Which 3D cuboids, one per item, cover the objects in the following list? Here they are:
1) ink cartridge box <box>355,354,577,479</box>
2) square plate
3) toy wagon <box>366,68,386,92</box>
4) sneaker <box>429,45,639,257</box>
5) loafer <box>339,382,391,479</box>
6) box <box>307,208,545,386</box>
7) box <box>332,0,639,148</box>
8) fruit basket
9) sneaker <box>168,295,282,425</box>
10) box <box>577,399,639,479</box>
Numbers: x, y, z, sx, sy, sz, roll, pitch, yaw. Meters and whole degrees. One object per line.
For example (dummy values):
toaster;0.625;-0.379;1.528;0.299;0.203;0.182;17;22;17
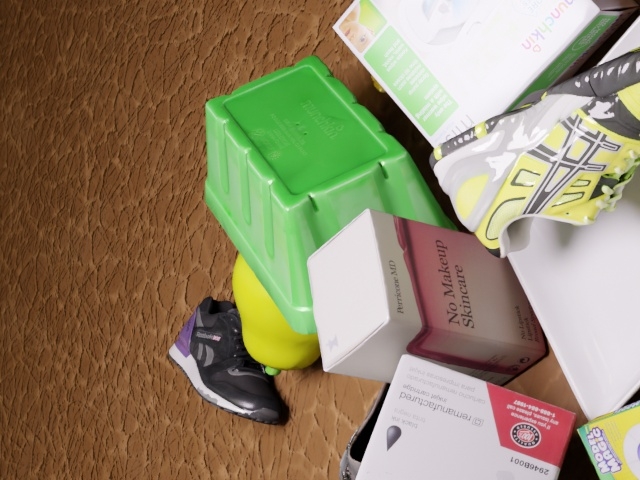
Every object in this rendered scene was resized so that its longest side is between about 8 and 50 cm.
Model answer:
ink cartridge box;0.130;0.286;1.505;0.114;0.197;0.273;82;-152;-68
square plate;0.342;-0.035;1.527;0.347;0.049;0.344;-52;40;31
toy wagon;0.177;-0.330;1.857;0.344;0.068;0.267;-55;39;30
sneaker;0.291;-0.103;1.495;0.384;0.145;0.147;-27;88;45
loafer;0.068;0.248;1.787;0.268;0.084;0.096;-62;36;19
box;0.120;0.075;1.642;0.127;0.232;0.149;-41;48;42
box;0.189;-0.258;1.674;0.262;0.126;0.231;-46;73;31
fruit basket;0.000;0.000;1.892;0.392;0.283;0.392;61;169;20
sneaker;-0.129;0.164;2.093;0.283;0.107;0.124;35;101;54
box;0.331;0.208;1.425;0.179;0.043;0.105;-33;80;48
